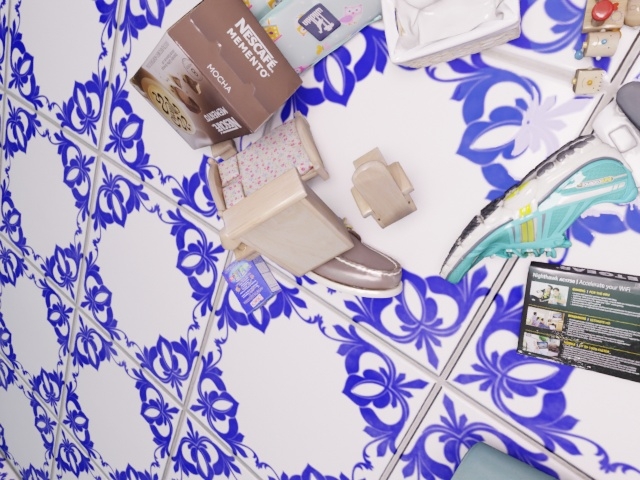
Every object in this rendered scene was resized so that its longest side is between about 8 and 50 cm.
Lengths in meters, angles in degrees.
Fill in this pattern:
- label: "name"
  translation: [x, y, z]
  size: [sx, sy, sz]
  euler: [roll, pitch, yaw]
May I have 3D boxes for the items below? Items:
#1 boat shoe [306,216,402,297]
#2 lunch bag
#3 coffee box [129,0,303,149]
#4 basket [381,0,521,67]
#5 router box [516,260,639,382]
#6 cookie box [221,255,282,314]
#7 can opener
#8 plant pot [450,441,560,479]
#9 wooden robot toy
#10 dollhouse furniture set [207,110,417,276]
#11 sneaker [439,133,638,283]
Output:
- label: "boat shoe"
  translation: [0.000, 0.000, 0.738]
  size: [0.324, 0.116, 0.097]
  euler: [23, 114, 32]
- label: "lunch bag"
  translation: [-0.041, -0.404, 0.635]
  size: [0.223, 0.160, 0.262]
  euler: [-27, 122, 29]
- label: "coffee box"
  translation: [-0.185, -0.259, 0.691]
  size: [0.168, 0.119, 0.297]
  euler: [49, 160, -28]
- label: "basket"
  translation: [0.181, -0.310, 0.572]
  size: [0.167, 0.103, 0.113]
  euler: [-5, 97, 33]
- label: "router box"
  translation: [0.371, 0.108, 0.570]
  size: [0.178, 0.046, 0.133]
  euler: [9, 104, 30]
- label: "cookie box"
  translation: [-0.145, 0.086, 0.883]
  size: [0.092, 0.040, 0.107]
  euler: [-39, 78, 30]
- label: "can opener"
  translation: [0.415, -0.052, 0.482]
  size: [0.076, 0.095, 0.284]
  euler: [-33, 75, 32]
- label: "plant pot"
  translation: [0.305, 0.463, 0.530]
  size: [0.334, 0.341, 0.341]
  euler: [23, 111, 34]
- label: "wooden robot toy"
  translation: [0.357, -0.264, 0.497]
  size: [0.079, 0.076, 0.173]
  euler: [7, 104, 19]
- label: "dollhouse furniture set"
  translation: [-0.067, -0.147, 0.665]
  size: [0.303, 0.174, 0.356]
  euler: [-29, 58, 14]
- label: "sneaker"
  translation: [0.276, -0.015, 0.571]
  size: [0.110, 0.107, 0.275]
  euler: [49, 124, 4]
